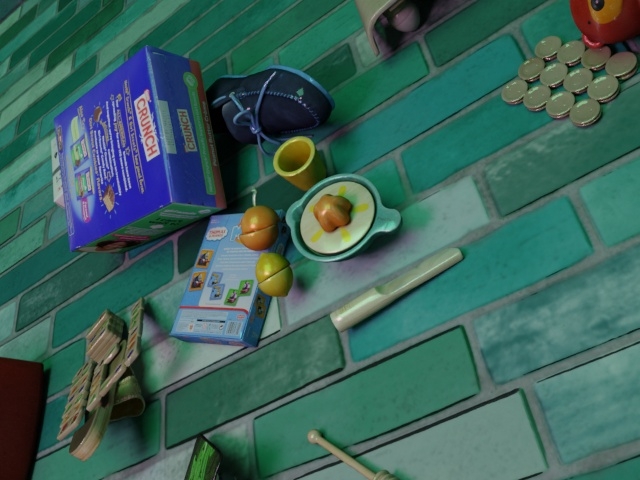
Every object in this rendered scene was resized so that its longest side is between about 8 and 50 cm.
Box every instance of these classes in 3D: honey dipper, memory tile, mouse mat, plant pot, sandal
[{"bbox_3d":[0.039,0.258,0.785,0.160,0.030,0.030,22,78,48],"label":"honey dipper"},{"bbox_3d":[0.315,-0.206,0.864,0.113,0.012,0.148,-54,43,-2],"label":"memory tile"},{"bbox_3d":[-0.169,0.348,0.850,0.152,0.007,0.190,-15,55,69],"label":"mouse mat"},{"bbox_3d":[-0.644,0.355,1.137,0.267,0.267,0.236,-32,60,20],"label":"plant pot"},{"bbox_3d":[-0.310,0.255,1.033,0.088,0.079,0.240,-45,20,17],"label":"sandal"}]

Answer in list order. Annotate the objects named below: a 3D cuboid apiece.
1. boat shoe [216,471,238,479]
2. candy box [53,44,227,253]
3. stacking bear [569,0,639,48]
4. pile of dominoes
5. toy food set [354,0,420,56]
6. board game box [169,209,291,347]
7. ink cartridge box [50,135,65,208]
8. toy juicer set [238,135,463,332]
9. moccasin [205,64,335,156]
[{"bbox_3d":[-0.069,0.389,0.760,0.319,0.099,0.116,-126,43,-57],"label":"boat shoe"},{"bbox_3d":[-0.326,-0.142,1.182,0.317,0.122,0.268,-19,77,40],"label":"candy box"},{"bbox_3d":[0.415,-0.295,0.737,0.289,0.176,0.164,-4,24,45],"label":"stacking bear"},{"bbox_3d":[-0.357,0.190,1.073,0.196,0.040,0.251,-50,19,3],"label":"pile of dominoes"},{"bbox_3d":[0.181,-0.447,1.075,0.306,0.092,0.220,-35,37,22],"label":"toy food set"},{"bbox_3d":[-0.138,0.056,1.050,0.160,0.039,0.212,-3,63,38],"label":"board game box"},{"bbox_3d":[-0.488,-0.174,1.446,0.160,0.092,0.219,-38,45,14],"label":"ink cartridge box"},{"bbox_3d":[0.000,0.000,0.910,0.209,0.089,0.329,-48,52,-3],"label":"toy juicer set"},{"bbox_3d":[-0.104,-0.206,1.137,0.117,0.138,0.342,-53,29,-17],"label":"moccasin"}]
